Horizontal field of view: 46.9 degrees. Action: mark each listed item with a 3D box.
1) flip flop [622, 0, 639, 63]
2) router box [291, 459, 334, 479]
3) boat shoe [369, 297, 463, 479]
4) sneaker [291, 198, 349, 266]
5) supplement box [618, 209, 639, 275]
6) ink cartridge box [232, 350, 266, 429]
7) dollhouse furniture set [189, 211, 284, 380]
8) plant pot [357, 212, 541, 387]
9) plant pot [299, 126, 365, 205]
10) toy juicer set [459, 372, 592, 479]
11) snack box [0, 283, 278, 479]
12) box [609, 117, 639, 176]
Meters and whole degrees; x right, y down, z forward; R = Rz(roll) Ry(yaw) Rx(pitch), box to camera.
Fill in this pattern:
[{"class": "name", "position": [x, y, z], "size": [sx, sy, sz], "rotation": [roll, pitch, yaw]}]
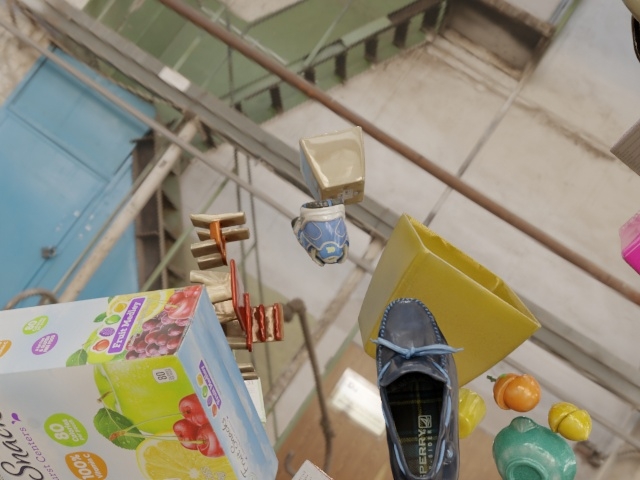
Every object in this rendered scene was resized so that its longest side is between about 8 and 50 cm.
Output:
[{"class": "flip flop", "position": [0.329, -0.181, 0.677], "size": [0.277, 0.080, 0.112], "rotation": [-8, 53, -50]}, {"class": "router box", "position": [-0.037, 0.497, 0.984], "size": [0.082, 0.335, 0.301], "rotation": [42, -14, -18]}, {"class": "boat shoe", "position": [0.113, 0.160, 0.802], "size": [0.089, 0.109, 0.258], "rotation": [73, 5, -47]}, {"class": "sneaker", "position": [0.000, 0.000, 1.074], "size": [0.080, 0.081, 0.211], "rotation": [-9, -9, -1]}, {"class": "supplement box", "position": [0.339, 0.041, 0.539], "size": [0.220, 0.111, 0.114], "rotation": [46, 23, 5]}, {"class": "ink cartridge box", "position": [-0.165, 0.363, 1.648], "size": [0.235, 0.056, 0.171], "rotation": [-104, -164, -50]}, {"class": "dollhouse furniture set", "position": [-0.135, 0.110, 1.249], "size": [0.135, 0.262, 0.259], "rotation": [-5, -20, -2]}, {"class": "plant pot", "position": [0.171, 0.110, 1.137], "size": [0.212, 0.187, 0.212], "rotation": [33, 13, -10]}, {"class": "plant pot", "position": [0.027, -0.116, 1.262], "size": [0.109, 0.109, 0.096], "rotation": [89, -12, -62]}, {"class": "toy juicer set", "position": [0.363, 0.335, 1.163], "size": [0.329, 0.209, 0.089], "rotation": [48, 35, 3]}, {"class": "snack box", "position": [-0.152, 0.126, 0.491], "size": [0.207, 0.070, 0.174], "rotation": [-8, -56, 14]}, {"class": "box", "position": [0.461, -0.183, 0.869], "size": [0.067, 0.063, 0.324], "rotation": [43, -23, 11]}]
